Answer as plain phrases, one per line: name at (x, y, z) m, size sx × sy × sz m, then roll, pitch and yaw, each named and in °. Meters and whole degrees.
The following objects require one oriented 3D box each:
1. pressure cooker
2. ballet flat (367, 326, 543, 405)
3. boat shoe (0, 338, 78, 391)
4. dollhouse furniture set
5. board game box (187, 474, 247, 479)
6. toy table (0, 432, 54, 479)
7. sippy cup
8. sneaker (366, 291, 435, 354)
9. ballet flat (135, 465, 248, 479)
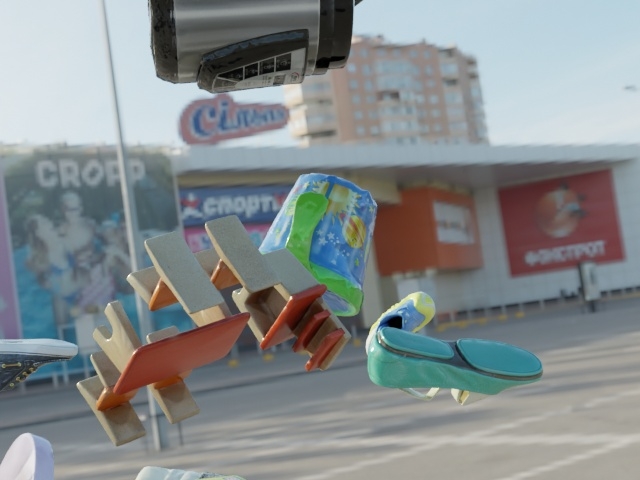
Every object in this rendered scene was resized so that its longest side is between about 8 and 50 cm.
pressure cooker at (-0.094, -0.460, 1.904) m, size 0.420 × 0.375 × 0.370 m, roll -5°, pitch 39°, yaw -8°
ballet flat at (0.171, 0.173, 1.462) m, size 0.247 × 0.087 × 0.083 m, roll 10°, pitch 29°, yaw -19°
boat shoe at (-0.507, 0.213, 1.896) m, size 0.183 × 0.083 × 0.065 m, roll 1°, pitch 4°, yaw -1°
dollhouse furniture set at (-0.106, 0.106, 1.201) m, size 0.259 × 0.135 × 0.262 m, roll -17°, pitch -29°, yaw -41°
board game box at (-0.139, 0.390, 1.377) m, size 0.092 × 0.181 × 0.043 m, roll 1°, pitch 1°, yaw -32°
toy table at (-0.440, 0.343, 1.356) m, size 0.161 × 0.274 × 0.252 m, roll 27°, pitch -57°, yaw -27°
sippy cup at (0.000, 0.000, 2.130) m, size 0.240 × 0.224 × 0.305 m, roll 26°, pitch -16°, yaw -21°
sneaker at (0.144, 0.199, 2.405) m, size 0.126 × 0.091 × 0.240 m, roll -23°, pitch -23°, yaw -45°
ballet flat at (-0.325, 0.526, 2.052) m, size 0.483 × 0.182 × 0.164 m, roll -39°, pitch -1°, yaw 30°
